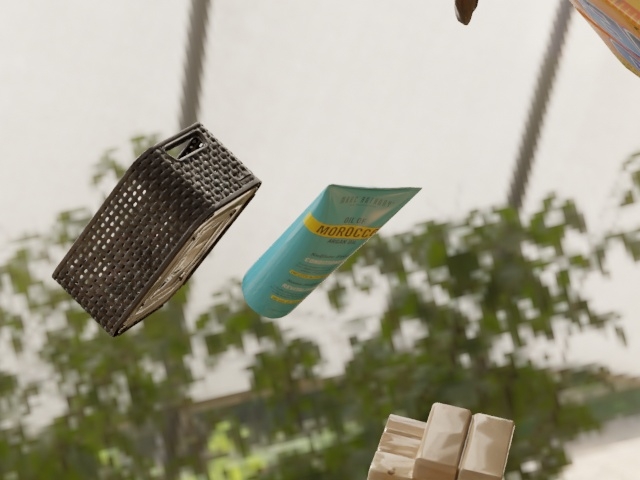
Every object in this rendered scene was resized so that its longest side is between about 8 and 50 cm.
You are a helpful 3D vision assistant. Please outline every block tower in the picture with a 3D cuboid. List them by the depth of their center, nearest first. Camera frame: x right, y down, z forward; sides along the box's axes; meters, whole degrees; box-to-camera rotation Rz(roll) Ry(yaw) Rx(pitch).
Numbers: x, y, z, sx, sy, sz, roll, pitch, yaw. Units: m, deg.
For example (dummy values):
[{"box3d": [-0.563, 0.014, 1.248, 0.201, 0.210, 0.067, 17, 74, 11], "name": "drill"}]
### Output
[{"box3d": [0.060, 0.282, 1.314, 0.091, 0.335, 0.097, 14, 22, 8], "name": "block tower"}]

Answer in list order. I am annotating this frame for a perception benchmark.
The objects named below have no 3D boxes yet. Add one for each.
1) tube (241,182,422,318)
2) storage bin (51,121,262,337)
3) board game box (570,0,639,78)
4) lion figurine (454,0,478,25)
[{"box3d": [0.000, 0.000, 1.496, 0.080, 0.052, 0.207, -3, -24, -29], "name": "tube"}, {"box3d": [-0.150, -0.009, 1.682, 0.180, 0.084, 0.122, -49, -8, 32], "name": "storage bin"}, {"box3d": [0.491, -0.281, 1.860, 0.356, 0.356, 0.356, -48, -34, 5], "name": "board game box"}, {"box3d": [0.144, -0.237, 1.002, 0.392, 0.142, 0.240, -58, -6, 33], "name": "lion figurine"}]
